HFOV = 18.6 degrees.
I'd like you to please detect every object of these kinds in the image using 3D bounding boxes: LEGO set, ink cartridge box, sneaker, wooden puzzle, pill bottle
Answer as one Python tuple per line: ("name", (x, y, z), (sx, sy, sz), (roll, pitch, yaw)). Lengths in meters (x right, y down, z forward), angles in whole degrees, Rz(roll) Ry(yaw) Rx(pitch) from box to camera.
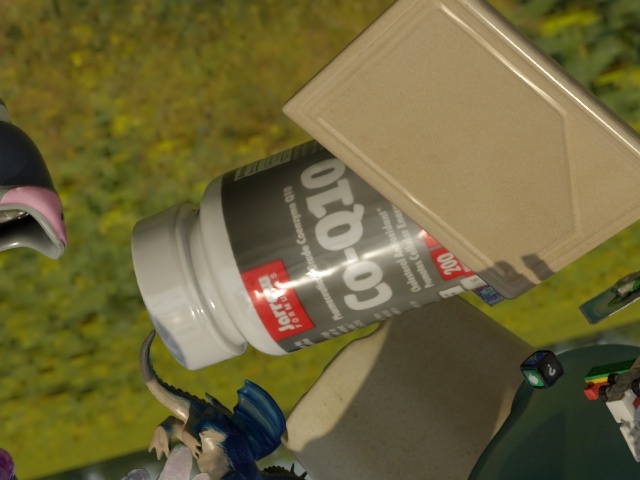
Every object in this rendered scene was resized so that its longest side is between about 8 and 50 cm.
("LEGO set", (0.261, 0.057, 1.368), (0.244, 0.060, 0.182), (-30, -165, 4))
("ink cartridge box", (0.158, 0.023, 2.009), (0.029, 0.063, 0.115), (-29, 155, 12))
("sneaker", (-0.321, 0.020, 1.341), (0.319, 0.131, 0.112), (-32, 165, -20))
("wooden puzzle", (0.110, -0.071, 1.332), (0.044, 0.221, 0.239), (-56, -169, -32))
("pill bottle", (0.000, 0.000, 1.606), (0.283, 0.161, 0.161), (-20, 175, 12))

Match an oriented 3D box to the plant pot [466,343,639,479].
("plant pot", (0.232, 0.229, 1.552), (0.272, 0.271, 0.255), (-17, -147, 26))

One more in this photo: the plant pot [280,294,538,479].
("plant pot", (0.143, 0.212, 1.887), (0.334, 0.305, 0.334), (-45, 170, -11))

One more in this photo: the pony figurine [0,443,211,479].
("pony figurine", (-0.316, 0.260, 1.653), (0.351, 0.303, 0.363), (-38, -162, 43))

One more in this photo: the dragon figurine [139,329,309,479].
("dragon figurine", (-0.096, 0.202, 2.054), (0.085, 0.289, 0.144), (-21, -168, 46))
